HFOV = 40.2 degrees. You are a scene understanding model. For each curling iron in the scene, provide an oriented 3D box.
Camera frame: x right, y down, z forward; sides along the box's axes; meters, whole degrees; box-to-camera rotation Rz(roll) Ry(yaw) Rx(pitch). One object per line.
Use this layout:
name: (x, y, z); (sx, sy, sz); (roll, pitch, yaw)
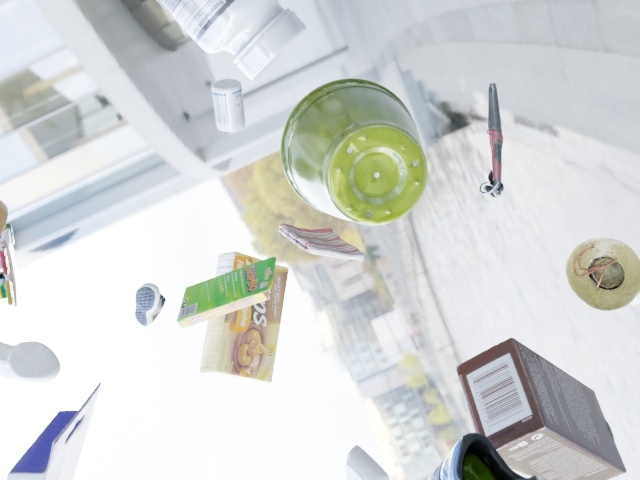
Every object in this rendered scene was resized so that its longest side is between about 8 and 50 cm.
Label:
curling iron: (0.368, -0.218, 1.884); (0.068, 0.035, 0.274); (146, 130, -61)

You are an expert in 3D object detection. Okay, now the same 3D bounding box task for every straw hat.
straw hat: (0.543, 0.061, 1.654); (0.061, 0.144, 0.144); (3, -120, -57)

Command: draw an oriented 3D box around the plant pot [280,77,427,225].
plant pot: (0.104, -0.195, 2.134); (0.366, 0.366, 0.353); (64, 179, -18)

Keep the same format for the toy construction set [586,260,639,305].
toy construction set: (0.832, 0.032, 2.179); (0.215, 0.327, 0.151); (45, -178, 6)

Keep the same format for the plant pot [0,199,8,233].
plant pot: (-0.624, -0.045, 1.342); (0.188, 0.205, 0.205); (51, -168, -34)

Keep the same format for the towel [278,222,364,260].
towel: (0.000, 0.000, 2.034); (0.197, 0.144, 0.029); (35, 115, 61)

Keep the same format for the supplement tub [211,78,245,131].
supplement tub: (-0.213, -0.315, 2.034); (0.071, 0.071, 0.107); (-108, 13, -58)

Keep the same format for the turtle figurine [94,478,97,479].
turtle figurine: (-0.397, 0.488, 1.126); (0.198, 0.275, 0.266); (136, 116, -81)

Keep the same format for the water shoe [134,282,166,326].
water shoe: (-0.486, 0.168, 2.516); (0.073, 0.080, 0.203); (39, 141, 8)

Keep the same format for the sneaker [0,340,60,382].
sneaker: (-0.587, 0.252, 1.750); (0.080, 0.212, 0.094); (-65, -35, -30)

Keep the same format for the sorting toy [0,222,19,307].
sorting toy: (-0.626, 0.056, 1.717); (0.274, 0.046, 0.132); (-142, 45, -69)

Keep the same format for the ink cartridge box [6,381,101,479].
ink cartridge box: (-0.445, 0.404, 1.383); (0.069, 0.371, 0.176); (23, -158, 1)

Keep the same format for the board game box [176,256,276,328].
board game box: (-0.218, 0.123, 2.090); (0.039, 0.259, 0.124); (55, -156, -31)

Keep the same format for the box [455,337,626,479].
box: (0.429, 0.346, 1.686); (0.381, 0.143, 0.191); (31, -144, -42)

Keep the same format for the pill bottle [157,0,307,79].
pill bottle: (-0.177, -0.424, 1.446); (0.318, 0.176, 0.176); (46, -173, -9)

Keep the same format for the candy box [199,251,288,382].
candy box: (-0.198, 0.204, 2.301); (0.183, 0.087, 0.316); (19, -108, -39)

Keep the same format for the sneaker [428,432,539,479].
sneaker: (0.246, 0.398, 1.172); (0.330, 0.130, 0.147); (-120, 32, -46)

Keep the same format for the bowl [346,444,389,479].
bowl: (0.112, 0.596, 2.187); (0.142, 0.053, 0.142); (39, 146, 41)
